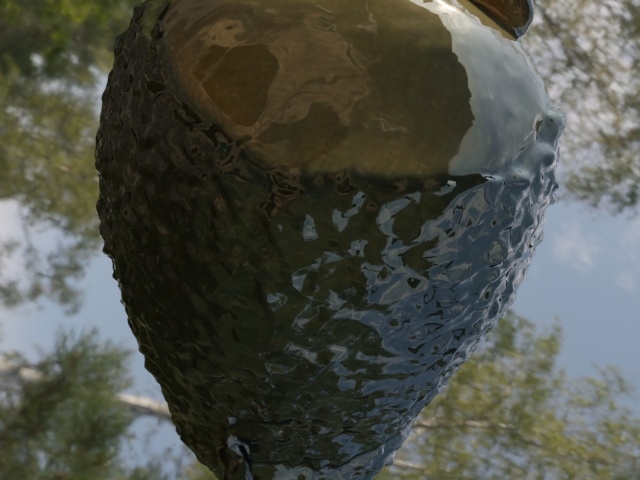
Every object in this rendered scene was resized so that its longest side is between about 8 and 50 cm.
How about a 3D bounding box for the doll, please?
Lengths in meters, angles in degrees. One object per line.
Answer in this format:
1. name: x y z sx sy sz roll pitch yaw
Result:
1. doll: 0.000 0.000 0.603 0.247 0.247 0.349 -118 -154 -44
